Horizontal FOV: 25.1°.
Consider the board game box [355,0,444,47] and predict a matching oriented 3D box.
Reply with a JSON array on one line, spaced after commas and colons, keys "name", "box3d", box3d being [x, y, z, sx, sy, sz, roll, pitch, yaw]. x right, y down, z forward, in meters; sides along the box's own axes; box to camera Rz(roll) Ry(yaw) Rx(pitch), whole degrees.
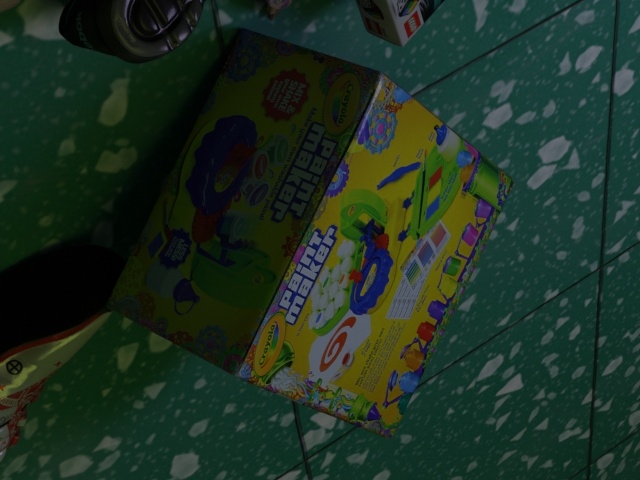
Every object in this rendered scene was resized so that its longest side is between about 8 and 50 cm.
[{"name": "board game box", "box3d": [0.079, -0.339, 1.250, 0.193, 0.053, 0.305, -49, 146, -17]}]

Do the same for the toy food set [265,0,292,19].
[{"name": "toy food set", "box3d": [-0.019, -0.231, 1.266, 0.078, 0.019, 0.122, -52, 180, -1]}]

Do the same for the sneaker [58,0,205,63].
[{"name": "sneaker", "box3d": [-0.110, -0.241, 1.169, 0.267, 0.106, 0.101, -45, 119, -32]}]

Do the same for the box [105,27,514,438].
[{"name": "box", "box3d": [0.000, 0.000, 1.364, 0.279, 0.177, 0.290, 31, 84, -53]}]

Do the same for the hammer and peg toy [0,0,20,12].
[{"name": "hammer and peg toy", "box3d": [-0.335, -0.150, 0.809, 0.127, 0.361, 0.266, -29, 144, -44]}]

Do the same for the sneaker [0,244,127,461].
[{"name": "sneaker", "box3d": [-0.289, 0.119, 1.346, 0.270, 0.090, 0.145, -39, 157, -21]}]
